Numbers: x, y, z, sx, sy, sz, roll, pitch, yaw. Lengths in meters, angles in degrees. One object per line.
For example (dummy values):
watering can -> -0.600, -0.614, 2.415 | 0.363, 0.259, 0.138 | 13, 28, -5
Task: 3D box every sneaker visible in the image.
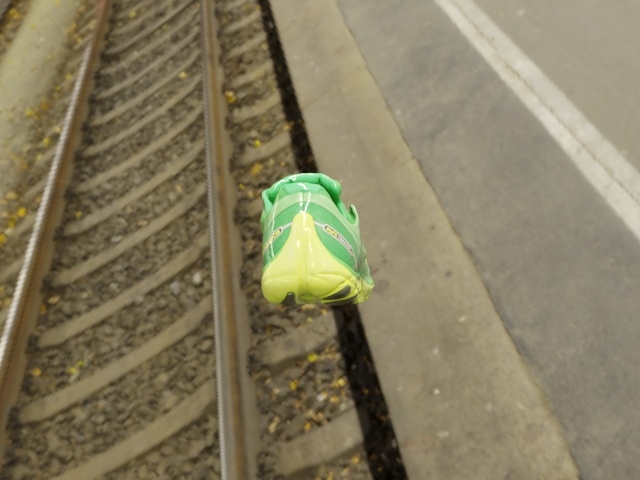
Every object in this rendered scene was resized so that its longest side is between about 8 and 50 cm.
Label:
sneaker -> 0.000, 0.000, 0.831 | 0.109, 0.123, 0.295 | 0, -3, -1
